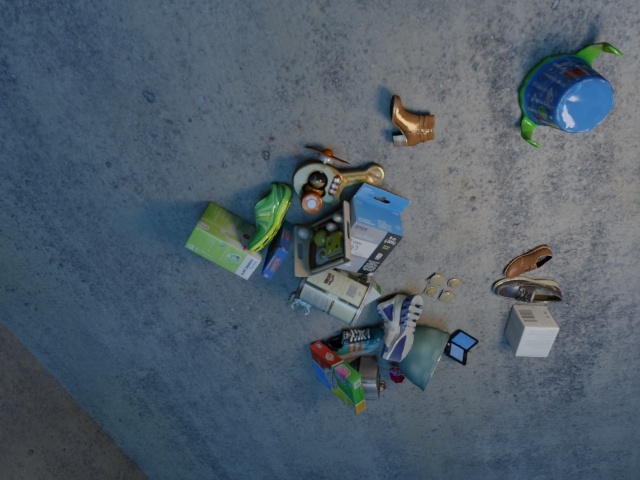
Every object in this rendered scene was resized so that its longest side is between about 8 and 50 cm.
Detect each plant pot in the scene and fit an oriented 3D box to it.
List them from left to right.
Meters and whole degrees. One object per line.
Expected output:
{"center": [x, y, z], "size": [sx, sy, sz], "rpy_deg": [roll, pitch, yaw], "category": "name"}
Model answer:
{"center": [0.459, 0.524, 1.914], "size": [0.196, 0.293, 0.293], "rpy_deg": [25, 124, 19], "category": "plant pot"}

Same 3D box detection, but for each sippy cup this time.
{"center": [0.787, -0.451, 1.288], "size": [0.239, 0.224, 0.306], "rpy_deg": [-3, 123, 6], "category": "sippy cup"}

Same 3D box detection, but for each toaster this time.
{"center": [0.243, 0.710, 2.076], "size": [0.110, 0.186, 0.168], "rpy_deg": [-3, 122, 16], "category": "toaster"}

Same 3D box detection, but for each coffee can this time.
{"center": [0.057, 0.215, 1.724], "size": [0.275, 0.201, 0.202], "rpy_deg": [27, 122, 7], "category": "coffee can"}

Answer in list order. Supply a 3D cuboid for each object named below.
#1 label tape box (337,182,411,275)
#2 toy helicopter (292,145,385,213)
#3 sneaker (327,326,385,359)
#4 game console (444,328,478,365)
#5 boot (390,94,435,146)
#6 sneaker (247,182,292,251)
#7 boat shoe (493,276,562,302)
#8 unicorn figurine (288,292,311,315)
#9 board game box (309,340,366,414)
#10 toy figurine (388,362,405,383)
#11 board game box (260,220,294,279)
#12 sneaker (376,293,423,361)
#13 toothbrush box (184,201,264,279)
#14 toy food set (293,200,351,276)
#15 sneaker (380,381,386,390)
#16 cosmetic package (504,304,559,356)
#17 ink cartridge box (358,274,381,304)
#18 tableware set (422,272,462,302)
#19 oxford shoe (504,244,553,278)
{"center": [0.186, -0.030, 1.614], "size": [0.248, 0.115, 0.348], "rpy_deg": [15, 126, -31], "category": "label tape box"}
{"center": [0.067, -0.249, 1.540], "size": [0.354, 0.140, 0.235], "rpy_deg": [-9, 113, -4], "category": "toy helicopter"}
{"center": [0.169, 0.486, 1.984], "size": [0.302, 0.108, 0.121], "rpy_deg": [-29, 121, 21], "category": "sneaker"}
{"center": [0.693, 0.526, 1.994], "size": [0.143, 0.124, 0.085], "rpy_deg": [31, 145, -15], "category": "game console"}
{"center": [0.324, -0.426, 1.424], "size": [0.152, 0.073, 0.197], "rpy_deg": [-7, 134, 9], "category": "boot"}
{"center": [-0.214, -0.091, 1.603], "size": [0.123, 0.109, 0.296], "rpy_deg": [26, 81, 5], "category": "sneaker"}
{"center": [0.913, 0.226, 1.783], "size": [0.284, 0.092, 0.103], "rpy_deg": [3, 122, 1], "category": "boat shoe"}
{"center": [-0.070, 0.292, 1.905], "size": [0.161, 0.060, 0.111], "rpy_deg": [17, 122, -7], "category": "unicorn figurine"}
{"center": [0.084, 0.673, 2.010], "size": [0.064, 0.316, 0.243], "rpy_deg": [-30, 126, -28], "category": "board game box"}
{"center": [0.416, 0.673, 2.085], "size": [0.159, 0.130, 0.173], "rpy_deg": [-33, 124, 31], "category": "toy figurine"}
{"center": [-0.174, 0.036, 1.662], "size": [0.047, 0.210, 0.160], "rpy_deg": [27, 121, -14], "category": "board game box"}
{"center": [0.334, 0.378, 1.849], "size": [0.127, 0.182, 0.316], "rpy_deg": [28, 81, -39], "category": "sneaker"}
{"center": [-0.373, -0.002, 1.653], "size": [0.283, 0.206, 0.122], "rpy_deg": [32, 119, -15], "category": "toothbrush box"}
{"center": [0.000, 0.000, 1.557], "size": [0.092, 0.220, 0.306], "rpy_deg": [15, 154, -37], "category": "toy food set"}
{"center": [0.269, 0.821, 2.203], "size": [0.185, 0.084, 0.070], "rpy_deg": [-14, 120, 12], "category": "sneaker"}
{"center": [0.962, 0.414, 1.865], "size": [0.151, 0.151, 0.184], "rpy_deg": [1, 123, 3], "category": "cosmetic package"}
{"center": [0.162, 0.250, 1.863], "size": [0.209, 0.062, 0.109], "rpy_deg": [-35, 114, 22], "category": "ink cartridge box"}
{"center": [0.552, 0.216, 1.843], "size": [0.168, 0.020, 0.141], "rpy_deg": [17, 124, -9], "category": "tableware set"}
{"center": [0.877, 0.103, 1.720], "size": [0.076, 0.076, 0.212], "rpy_deg": [37, 119, -20], "category": "oxford shoe"}
